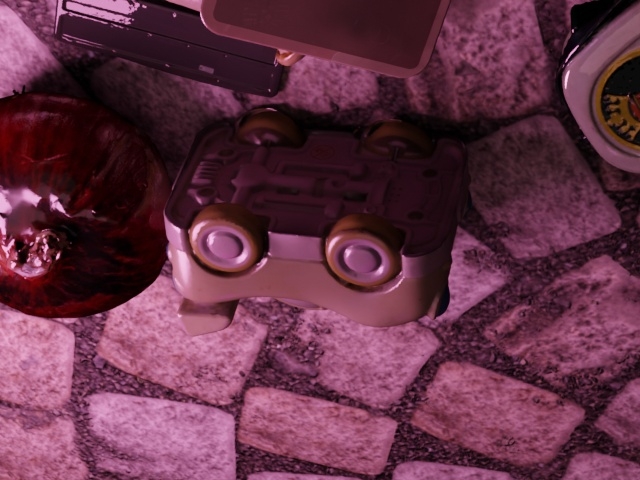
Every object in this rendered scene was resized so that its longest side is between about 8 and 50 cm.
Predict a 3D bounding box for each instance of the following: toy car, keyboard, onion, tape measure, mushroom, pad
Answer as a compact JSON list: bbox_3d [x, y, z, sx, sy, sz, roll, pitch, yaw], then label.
[{"bbox_3d":[0.000,0.000,2.045,0.336,0.242,0.226,6,130,10],"label":"toy car"},{"bbox_3d":[-0.124,-0.219,2.023,0.381,0.041,0.103,20,134,4],"label":"keyboard"},{"bbox_3d":[-0.325,-0.026,2.106,0.314,0.232,0.314,6,132,6],"label":"onion"},{"bbox_3d":[0.345,-0.197,1.875,0.207,0.115,0.235,-24,119,24],"label":"tape measure"},{"bbox_3d":[-0.100,-0.285,1.914,0.247,0.096,0.108,27,99,-17],"label":"mushroom"},{"bbox_3d":[0.014,-0.277,1.879,0.266,0.002,0.176,12,115,-15],"label":"pad"}]
